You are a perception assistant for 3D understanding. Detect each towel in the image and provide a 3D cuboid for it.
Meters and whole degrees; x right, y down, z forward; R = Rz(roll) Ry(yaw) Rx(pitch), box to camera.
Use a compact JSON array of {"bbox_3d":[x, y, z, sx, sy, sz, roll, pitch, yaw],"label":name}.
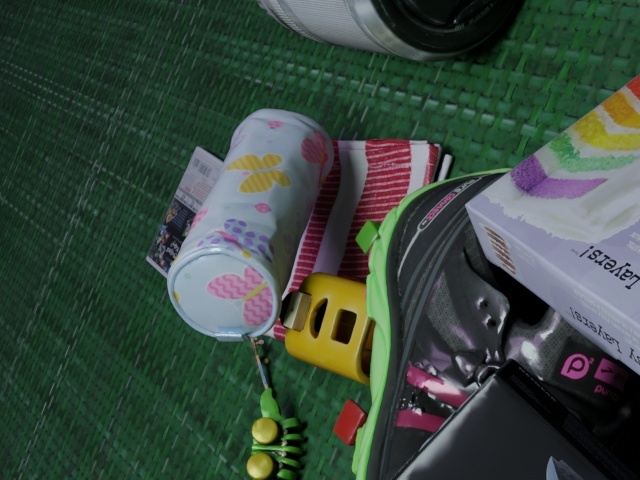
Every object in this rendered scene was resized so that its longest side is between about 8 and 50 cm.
[{"bbox_3d":[0.000,0.000,1.310,0.329,0.037,0.237,8,80,55],"label":"towel"}]

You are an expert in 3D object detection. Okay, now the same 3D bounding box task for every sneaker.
[{"bbox_3d":[0.143,0.143,0.910,0.202,0.185,0.482,-30,53,41],"label":"sneaker"}]

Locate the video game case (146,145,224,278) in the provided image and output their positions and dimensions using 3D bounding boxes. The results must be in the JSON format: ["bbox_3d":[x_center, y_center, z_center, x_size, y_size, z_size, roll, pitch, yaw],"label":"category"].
[{"bbox_3d":[-0.151,-0.019,1.542,0.190,0.022,0.173,34,100,54],"label":"video game case"}]

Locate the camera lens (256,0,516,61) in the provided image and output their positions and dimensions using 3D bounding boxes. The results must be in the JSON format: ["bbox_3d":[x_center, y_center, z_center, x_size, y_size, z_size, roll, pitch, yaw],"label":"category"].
[{"bbox_3d":[0.061,-0.304,1.221,0.274,0.219,0.219,24,93,56],"label":"camera lens"}]

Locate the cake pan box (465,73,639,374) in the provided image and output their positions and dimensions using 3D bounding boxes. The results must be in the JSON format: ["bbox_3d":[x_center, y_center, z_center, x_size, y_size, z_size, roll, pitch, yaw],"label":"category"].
[{"bbox_3d":[0.271,-0.020,0.812,0.246,0.070,0.267,-37,38,-7],"label":"cake pan box"}]

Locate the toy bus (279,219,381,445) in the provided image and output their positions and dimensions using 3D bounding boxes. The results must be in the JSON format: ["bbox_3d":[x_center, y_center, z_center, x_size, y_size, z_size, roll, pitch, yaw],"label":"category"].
[{"bbox_3d":[0.016,0.079,1.142,0.202,0.104,0.191,-44,45,31],"label":"toy bus"}]

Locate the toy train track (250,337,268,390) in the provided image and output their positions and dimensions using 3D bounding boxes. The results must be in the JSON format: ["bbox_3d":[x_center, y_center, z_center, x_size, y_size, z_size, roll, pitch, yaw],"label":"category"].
[{"bbox_3d":[-0.063,0.141,1.337,0.048,0.014,0.083,89,165,-56],"label":"toy train track"}]

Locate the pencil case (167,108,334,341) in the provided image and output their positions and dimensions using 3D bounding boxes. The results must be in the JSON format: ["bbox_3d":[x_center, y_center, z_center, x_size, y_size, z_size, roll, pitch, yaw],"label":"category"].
[{"bbox_3d":[-0.066,-0.021,1.200,0.273,0.113,0.124,-71,-9,-52],"label":"pencil case"}]

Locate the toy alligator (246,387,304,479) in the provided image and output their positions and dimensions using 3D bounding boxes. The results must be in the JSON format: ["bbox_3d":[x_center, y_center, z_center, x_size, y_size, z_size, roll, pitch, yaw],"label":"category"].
[{"bbox_3d":[-0.047,0.248,1.235,0.051,0.056,0.189,2,69,12],"label":"toy alligator"}]

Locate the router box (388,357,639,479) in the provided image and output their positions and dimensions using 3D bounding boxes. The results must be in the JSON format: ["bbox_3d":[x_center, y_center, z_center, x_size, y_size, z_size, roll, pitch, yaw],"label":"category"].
[{"bbox_3d":[0.147,0.268,0.743,0.309,0.081,0.243,44,103,11],"label":"router box"}]
